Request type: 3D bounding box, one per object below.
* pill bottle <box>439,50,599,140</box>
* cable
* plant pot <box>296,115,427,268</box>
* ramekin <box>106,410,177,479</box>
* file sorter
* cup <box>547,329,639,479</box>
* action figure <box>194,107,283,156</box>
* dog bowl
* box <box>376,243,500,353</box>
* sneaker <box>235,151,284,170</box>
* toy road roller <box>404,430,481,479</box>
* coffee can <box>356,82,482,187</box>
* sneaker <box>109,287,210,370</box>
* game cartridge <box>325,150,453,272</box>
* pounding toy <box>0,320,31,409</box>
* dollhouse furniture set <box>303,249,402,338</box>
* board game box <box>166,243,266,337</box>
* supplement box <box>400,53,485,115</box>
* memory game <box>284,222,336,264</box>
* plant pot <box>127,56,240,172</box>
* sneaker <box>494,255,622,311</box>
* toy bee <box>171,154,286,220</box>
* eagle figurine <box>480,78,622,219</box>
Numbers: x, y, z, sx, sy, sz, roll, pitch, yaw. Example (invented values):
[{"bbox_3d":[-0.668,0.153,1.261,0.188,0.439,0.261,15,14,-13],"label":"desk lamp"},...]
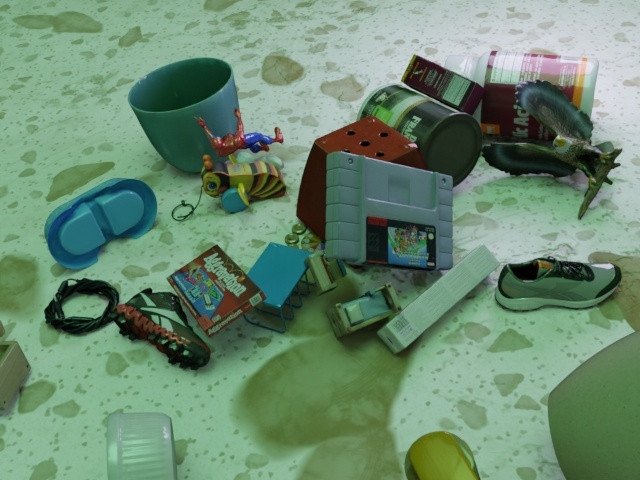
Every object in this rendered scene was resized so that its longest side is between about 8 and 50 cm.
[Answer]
[{"bbox_3d":[0.529,-0.391,2.064,0.392,0.224,0.224,9,46,18],"label":"pill bottle"},{"bbox_3d":[-0.557,0.153,1.791,0.184,0.047,0.150,16,48,23],"label":"cable"},{"bbox_3d":[0.111,-0.139,1.843,0.267,0.236,0.267,-26,46,-24],"label":"plant pot"},{"bbox_3d":[-0.316,0.406,1.375,0.109,0.207,0.207,-6,42,-9],"label":"ramekin"},{"bbox_3d":[-0.094,0.107,1.722,0.118,0.104,0.170,15,48,23],"label":"file sorter"},{"bbox_3d":[0.525,0.315,1.289,0.237,0.331,0.331,-18,37,29],"label":"cup"},{"bbox_3d":[-0.216,-0.289,1.997,0.091,0.139,0.280,-29,-2,28],"label":"action figure"},{"bbox_3d":[-0.558,-0.053,1.934,0.297,0.166,0.074,-33,36,-24],"label":"dog bowl"},{"bbox_3d":[0.259,0.124,1.664,0.324,0.063,0.067,-37,84,-27],"label":"box"},{"bbox_3d":[-0.171,-0.203,2.109,0.152,0.054,0.061,7,53,25],"label":"sneaker"},{"bbox_3d":[0.183,0.494,1.205,0.240,0.202,0.329,-24,46,-1],"label":"toy road roller"},{"bbox_3d":[0.249,-0.271,1.973,0.201,0.202,0.275,-28,38,-20],"label":"coffee can"},{"bbox_3d":[-0.331,0.183,1.683,0.276,0.098,0.135,23,54,31],"label":"sneaker"},{"bbox_3d":[0.160,-0.053,1.666,0.355,0.230,0.068,7,-14,-40],"label":"game cartridge"},{"bbox_3d":[-0.732,0.271,1.668,0.181,0.094,0.206,-4,34,12],"label":"pounding toy"},{"bbox_3d":[0.066,0.095,1.629,0.129,0.129,0.184,-21,82,-14],"label":"dollhouse furniture set"},{"bbox_3d":[-0.234,0.103,1.679,0.145,0.027,0.281,-34,32,-13],"label":"board game box"},{"bbox_3d":[0.316,-0.399,1.976,0.188,0.081,0.104,31,12,22],"label":"supplement box"},{"bbox_3d":[0.000,0.000,1.888,0.186,0.012,0.186,-4,43,4],"label":"memory game"},{"bbox_3d":[-0.353,-0.333,2.127,0.293,0.235,0.293,-9,40,7],"label":"plant pot"},{"bbox_3d":[0.514,0.084,1.649,0.271,0.108,0.100,-7,41,0],"label":"sneaker"},{"bbox_3d":[-0.240,-0.150,1.979,0.298,0.162,0.195,-30,49,-21],"label":"toy bee"},{"bbox_3d":[0.583,-0.237,1.889,0.298,0.225,0.226,36,68,29],"label":"eagle figurine"}]
